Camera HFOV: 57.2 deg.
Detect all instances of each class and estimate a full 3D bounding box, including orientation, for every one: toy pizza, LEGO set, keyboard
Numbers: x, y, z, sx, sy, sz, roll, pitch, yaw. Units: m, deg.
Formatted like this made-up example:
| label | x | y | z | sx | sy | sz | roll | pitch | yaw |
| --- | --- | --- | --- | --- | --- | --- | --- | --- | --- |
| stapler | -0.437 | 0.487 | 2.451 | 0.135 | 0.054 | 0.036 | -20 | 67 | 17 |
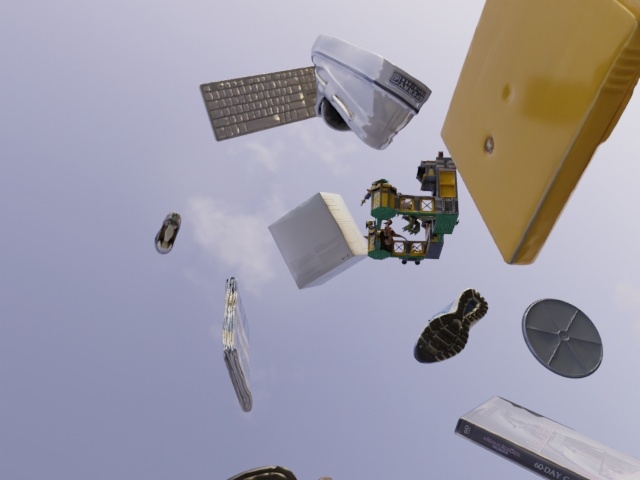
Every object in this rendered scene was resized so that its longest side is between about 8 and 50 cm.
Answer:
| label | x | y | z | sx | sy | sz | roll | pitch | yaw |
| --- | --- | --- | --- | --- | --- | --- | --- | --- | --- |
| toy pizza | 0.556 | 0.227 | 1.360 | 0.201 | 0.032 | 0.201 | 7 | -124 | -10 |
| LEGO set | 0.227 | -0.092 | 1.485 | 0.331 | 0.255 | 0.192 | 70 | -159 | -60 |
| keyboard | -0.055 | -0.193 | 0.800 | 0.256 | 0.014 | 0.072 | -26 | -82 | -44 |

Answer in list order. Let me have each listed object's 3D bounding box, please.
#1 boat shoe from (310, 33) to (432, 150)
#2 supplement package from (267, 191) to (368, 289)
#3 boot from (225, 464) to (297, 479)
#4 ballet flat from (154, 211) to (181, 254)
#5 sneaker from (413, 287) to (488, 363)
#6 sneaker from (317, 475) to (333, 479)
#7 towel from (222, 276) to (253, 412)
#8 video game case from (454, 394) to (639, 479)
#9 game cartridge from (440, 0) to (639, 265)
| label | x | y | z | sx | sy | sz | roll | pitch | yaw |
| --- | --- | --- | --- | --- | --- | --- | --- | --- | --- |
| boat shoe | 0.028 | -0.161 | 0.633 | 0.095 | 0.258 | 0.084 | 28 | -77 | -19 |
| supplement package | 0.000 | 0.000 | 1.657 | 0.203 | 0.194 | 0.149 | 63 | -156 | 11 |
| boot | -0.105 | 0.453 | 0.809 | 0.264 | 0.096 | 0.280 | -46 | -36 | -20 |
| ballet flat | -0.305 | -0.005 | 1.160 | 0.041 | 0.114 | 0.041 | 19 | -143 | -15 |
| sneaker | 0.393 | 0.285 | 1.826 | 0.330 | 0.147 | 0.130 | -33 | -105 | -37 |
| sneaker | 0.004 | 0.427 | 0.899 | 0.118 | 0.042 | 0.067 | -51 | -52 | -64 |
| towel | -0.196 | 0.245 | 1.419 | 0.285 | 0.034 | 0.209 | -101 | 1 | -57 |
| video game case | 0.311 | 0.261 | 0.683 | 0.196 | 0.274 | 0.026 | 12 | -81 | -61 |
| game cartridge | 0.253 | -0.179 | 0.720 | 0.053 | 0.323 | 0.285 | 0 | -134 | -13 |
